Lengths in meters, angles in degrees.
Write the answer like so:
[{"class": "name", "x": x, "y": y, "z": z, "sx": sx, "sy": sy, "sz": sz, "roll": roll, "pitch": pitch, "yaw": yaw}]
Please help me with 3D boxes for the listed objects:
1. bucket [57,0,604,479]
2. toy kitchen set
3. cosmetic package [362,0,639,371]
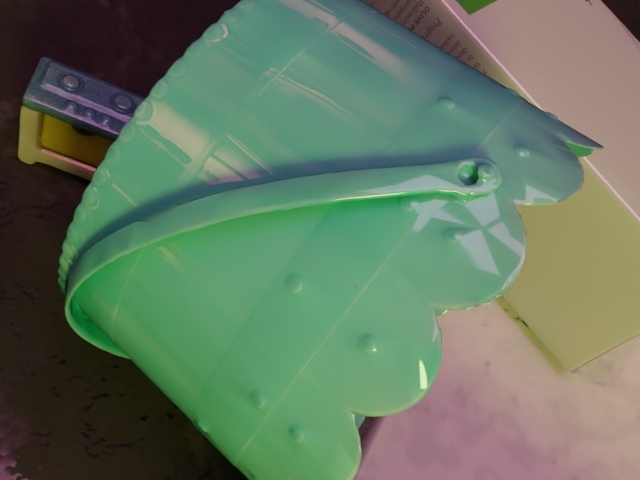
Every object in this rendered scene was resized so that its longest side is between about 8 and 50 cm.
[{"class": "bucket", "x": 0.000, "y": 0.000, "z": 0.486, "sx": 0.183, "sy": 0.281, "sz": 0.281, "roll": 38, "pitch": 50, "yaw": 7}, {"class": "toy kitchen set", "x": -0.196, "y": -0.037, "z": 0.487, "sx": 0.166, "sy": 0.122, "sz": 0.207, "roll": 22, "pitch": 54, "yaw": -16}, {"class": "cosmetic package", "x": 0.178, "y": -0.100, "z": 0.714, "sx": 0.365, "sy": 0.155, "sz": 0.197, "roll": 48, "pitch": 48, "yaw": 6}]
